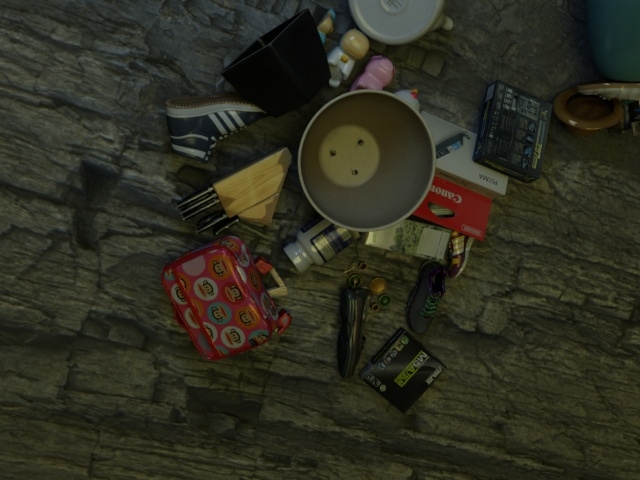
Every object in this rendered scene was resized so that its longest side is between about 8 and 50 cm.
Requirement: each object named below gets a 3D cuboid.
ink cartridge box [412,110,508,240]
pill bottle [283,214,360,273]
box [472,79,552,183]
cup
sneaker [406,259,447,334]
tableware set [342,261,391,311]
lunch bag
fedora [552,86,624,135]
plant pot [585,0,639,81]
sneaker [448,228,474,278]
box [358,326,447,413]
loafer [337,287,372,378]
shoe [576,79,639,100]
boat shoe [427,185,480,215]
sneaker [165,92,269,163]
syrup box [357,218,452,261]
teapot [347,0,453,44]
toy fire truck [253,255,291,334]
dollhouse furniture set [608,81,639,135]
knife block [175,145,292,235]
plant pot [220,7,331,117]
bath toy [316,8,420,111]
[{"bbox_3d":[0.356,-0.169,1.703,0.296,0.066,0.261,19,75,-15],"label":"ink cartridge box"},{"bbox_3d":[0.000,0.000,1.685,0.187,0.112,0.112,-36,107,-2],"label":"pill bottle"},{"bbox_3d":[0.519,-0.292,1.716,0.183,0.059,0.232,18,74,-14],"label":"box"},{"bbox_3d":[0.093,-0.205,1.592,0.331,0.237,0.331,-2,102,-9],"label":"cup"},{"bbox_3d":[0.302,0.167,1.791,0.083,0.098,0.223,7,100,-13],"label":"sneaker"},{"bbox_3d":[0.135,0.132,1.788,0.104,0.024,0.154,-26,105,-6],"label":"tableware set"},{"bbox_3d":[-0.271,0.154,1.641,0.258,0.120,0.293,-21,102,19],"label":"lunch bag"},{"bbox_3d":[0.735,-0.347,1.764,0.194,0.194,0.079,-14,142,-9],"label":"fedora"},{"bbox_3d":[0.840,-0.550,1.662,0.293,0.293,0.235,-12,116,-9],"label":"plant pot"},{"bbox_3d":[0.379,0.013,1.797,0.084,0.069,0.185,19,92,-6],"label":"sneaker"},{"bbox_3d":[0.239,0.379,1.853,0.184,0.045,0.190,43,92,-14],"label":"box"},{"bbox_3d":[0.100,0.259,1.768,0.084,0.096,0.267,-3,108,-17],"label":"loafer"},{"bbox_3d":[0.795,-0.395,1.696,0.076,0.219,0.058,-32,123,-51],"label":"shoe"},{"bbox_3d":[0.361,-0.116,1.759,0.183,0.065,0.083,-5,105,-10],"label":"boat shoe"},{"bbox_3d":[-0.243,-0.279,1.585,0.282,0.099,0.153,-9,121,-25],"label":"sneaker"},{"bbox_3d":[0.225,-0.016,1.737,0.237,0.096,0.093,13,97,-14],"label":"syrup box"},{"bbox_3d":[0.187,-0.616,1.561,0.253,0.187,0.256,-2,122,16],"label":"teapot"},{"bbox_3d":[-0.136,0.149,1.722,0.192,0.047,0.135,42,92,-16],"label":"toy fire truck"},{"bbox_3d":[0.901,-0.369,1.756,0.129,0.184,0.129,-16,105,-8],"label":"dollhouse furniture set"},{"bbox_3d":[-0.225,-0.138,1.620,0.242,0.088,0.275,17,99,-15],"label":"knife block"},{"bbox_3d":[-0.087,-0.406,1.514,0.167,0.187,0.188,52,49,-23],"label":"plant pot"},{"bbox_3d":[0.122,-0.426,1.618,0.348,0.151,0.129,37,57,-17],"label":"bath toy"}]
